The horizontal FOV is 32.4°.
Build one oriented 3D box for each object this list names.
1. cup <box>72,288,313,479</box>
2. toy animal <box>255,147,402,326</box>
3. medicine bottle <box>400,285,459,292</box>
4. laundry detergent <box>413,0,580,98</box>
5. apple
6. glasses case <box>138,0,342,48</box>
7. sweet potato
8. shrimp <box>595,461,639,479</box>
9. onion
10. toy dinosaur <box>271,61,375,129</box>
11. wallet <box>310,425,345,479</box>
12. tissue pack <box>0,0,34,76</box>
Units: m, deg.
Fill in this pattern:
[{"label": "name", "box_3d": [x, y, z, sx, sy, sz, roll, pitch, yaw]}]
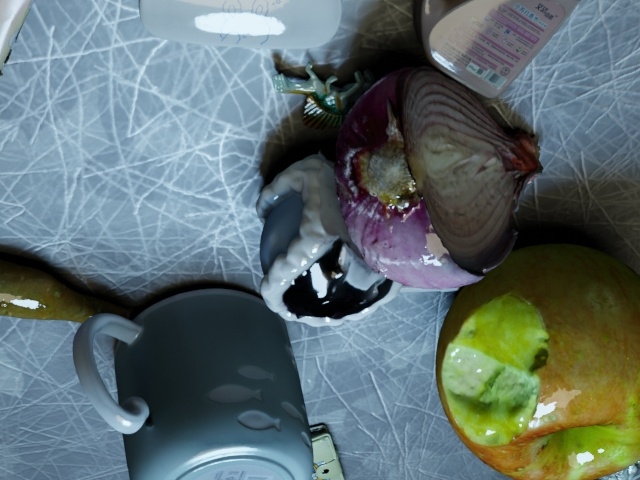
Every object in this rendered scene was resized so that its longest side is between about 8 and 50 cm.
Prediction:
[{"label": "cup", "box_3d": [-0.180, 0.230, 1.493, 0.357, 0.274, 0.259, 31, 116, -36]}, {"label": "toy animal", "box_3d": [0.000, 0.000, 1.419, 0.156, 0.204, 0.208, -24, 148, 28]}, {"label": "medicine bottle", "box_3d": [0.078, 0.047, 1.529, 0.221, 0.092, 0.061, -4, 124, -7]}, {"label": "laundry detergent", "box_3d": [0.215, -0.295, 1.291, 0.171, 0.076, 0.237, 25, 120, -26]}, {"label": "apple", "box_3d": [0.325, 0.165, 1.531, 0.340, 0.339, 0.339, -5, 129, -6]}, {"label": "glasses case", "box_3d": [-0.091, -0.270, 1.269, 0.234, 0.059, 0.092, 2, 126, -12]}, {"label": "sweet potato", "box_3d": [-0.428, 0.069, 1.475, 0.346, 0.079, 0.108, 6, 155, -16]}, {"label": "shrimp", "box_3d": [0.486, 0.357, 1.813, 0.411, 0.166, 0.221, -38, 123, 5]}, {"label": "onion", "box_3d": [0.140, -0.071, 1.375, 0.159, 0.267, 0.349, -14, 175, 36]}, {"label": "toy dinosaur", "box_3d": [0.024, -0.170, 1.384, 0.106, 0.044, 0.187, -30, 145, 20]}, {"label": "wallet", "box_3d": [-0.021, 0.372, 1.802, 0.110, 0.039, 0.155, -13, 130, 3]}, {"label": "tissue pack", "box_3d": [-0.375, -0.327, 1.137, 0.215, 0.123, 0.256, 23, 114, -23]}]
